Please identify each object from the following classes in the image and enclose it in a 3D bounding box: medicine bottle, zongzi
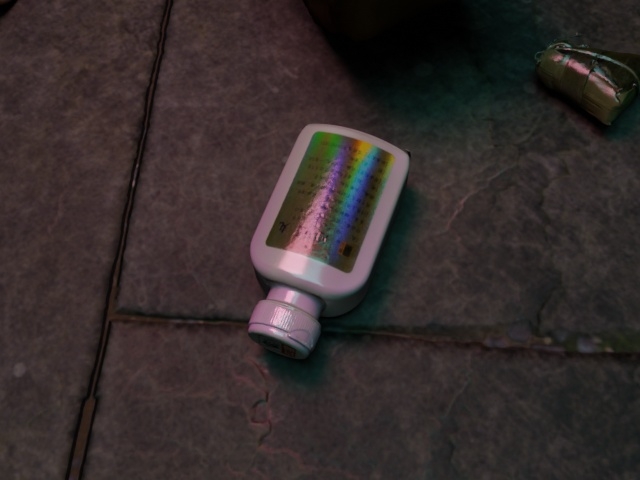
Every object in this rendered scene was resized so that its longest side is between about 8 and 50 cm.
[{"bbox_3d":[0.000,0.000,0.702,0.115,0.078,0.219,19,68,9],"label":"medicine bottle"},{"bbox_3d":[0.295,-0.187,0.790,0.109,0.055,0.119,39,62,20],"label":"zongzi"}]

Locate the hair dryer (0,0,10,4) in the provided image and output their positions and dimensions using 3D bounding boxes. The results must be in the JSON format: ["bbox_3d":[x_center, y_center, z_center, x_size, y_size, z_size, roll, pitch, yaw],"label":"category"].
[{"bbox_3d":[-0.387,-0.444,0.924,0.173,0.108,0.357,21,60,11],"label":"hair dryer"}]

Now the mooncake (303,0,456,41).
[{"bbox_3d":[0.044,-0.406,0.710,0.246,0.393,0.394,-19,55,-7],"label":"mooncake"}]
